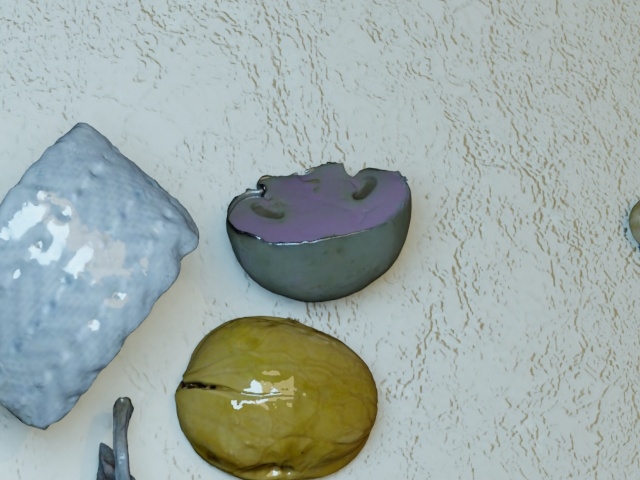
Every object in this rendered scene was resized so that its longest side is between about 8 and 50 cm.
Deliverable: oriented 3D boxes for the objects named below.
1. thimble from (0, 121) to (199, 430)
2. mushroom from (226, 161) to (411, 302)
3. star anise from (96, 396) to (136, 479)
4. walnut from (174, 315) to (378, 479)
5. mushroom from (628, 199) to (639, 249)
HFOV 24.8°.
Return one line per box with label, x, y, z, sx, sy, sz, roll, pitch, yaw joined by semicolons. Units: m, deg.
thimble;-0.230;0.034;1.285;0.157;0.217;0.245;40;78;-6
mushroom;0.000;0.000;1.446;0.188;0.141;0.117;-9;111;-14
star anise;-0.172;0.269;1.309;0.209;0.089;0.231;-28;98;-34
walnut;-0.030;0.145;1.404;0.211;0.087;0.167;4;69;-21
mushroom;0.486;0.030;1.608;0.285;0.151;0.156;39;63;-7
